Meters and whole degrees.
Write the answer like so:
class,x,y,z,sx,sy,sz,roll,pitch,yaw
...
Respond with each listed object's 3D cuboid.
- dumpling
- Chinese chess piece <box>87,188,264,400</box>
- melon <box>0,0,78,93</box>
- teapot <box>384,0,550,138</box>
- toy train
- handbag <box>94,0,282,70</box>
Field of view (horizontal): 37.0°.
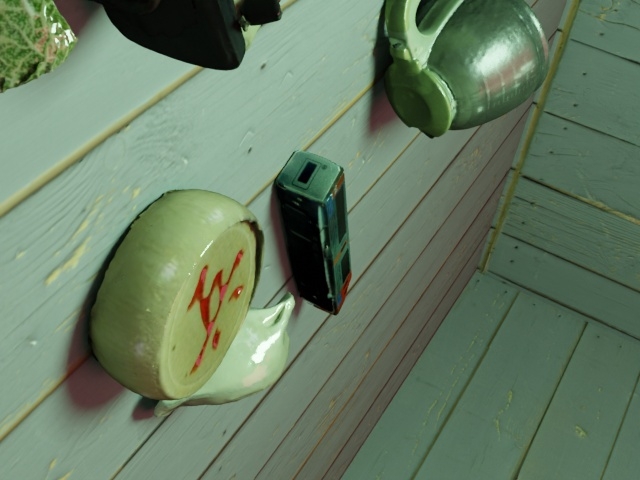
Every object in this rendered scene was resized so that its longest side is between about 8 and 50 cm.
class,x,y,z,sx,sy,sz,roll,pitch,yaw
dumpling,-0.134,0.174,1.337,0.252,0.131,0.179,-43,177,-27
Chinese chess piece,-0.161,0.062,1.110,0.250,0.103,0.250,-56,160,-33
melon,-0.221,-0.150,0.607,0.093,0.139,0.203,-84,-167,-74
teapot,0.229,-0.310,1.564,0.239,0.239,0.322,-41,160,-25
toy train,0.000,0.000,1.545,0.089,0.086,0.409,-60,163,-22
handbag,-0.097,-0.253,0.717,0.181,0.181,0.254,-61,161,-19
